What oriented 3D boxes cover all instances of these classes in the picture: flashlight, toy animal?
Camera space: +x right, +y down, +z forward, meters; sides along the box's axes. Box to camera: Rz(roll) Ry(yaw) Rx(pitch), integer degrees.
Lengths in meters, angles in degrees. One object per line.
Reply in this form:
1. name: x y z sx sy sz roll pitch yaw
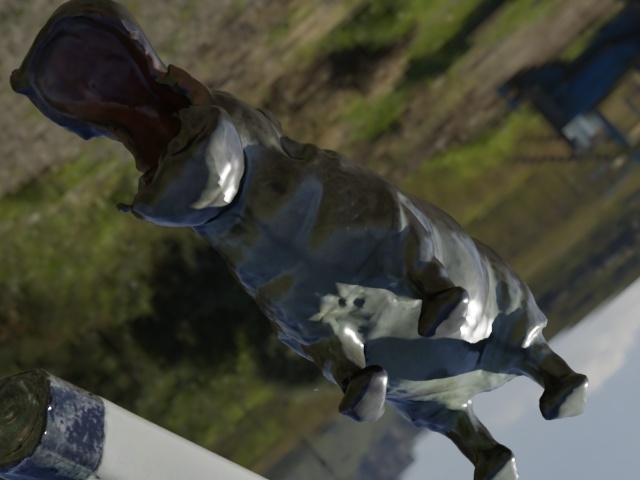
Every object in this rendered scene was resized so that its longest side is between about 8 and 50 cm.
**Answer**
1. flashlight: -0.028 0.047 0.347 0.018 0.083 0.018 -20 -126 33
2. toy animal: 0.002 0.005 0.946 0.106 0.343 0.168 -47 -146 8
